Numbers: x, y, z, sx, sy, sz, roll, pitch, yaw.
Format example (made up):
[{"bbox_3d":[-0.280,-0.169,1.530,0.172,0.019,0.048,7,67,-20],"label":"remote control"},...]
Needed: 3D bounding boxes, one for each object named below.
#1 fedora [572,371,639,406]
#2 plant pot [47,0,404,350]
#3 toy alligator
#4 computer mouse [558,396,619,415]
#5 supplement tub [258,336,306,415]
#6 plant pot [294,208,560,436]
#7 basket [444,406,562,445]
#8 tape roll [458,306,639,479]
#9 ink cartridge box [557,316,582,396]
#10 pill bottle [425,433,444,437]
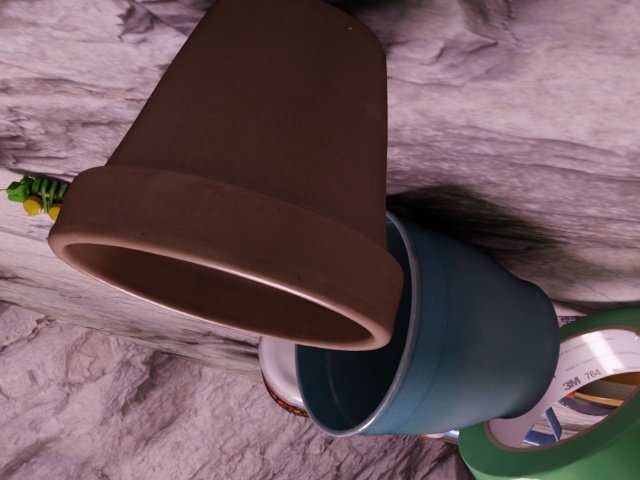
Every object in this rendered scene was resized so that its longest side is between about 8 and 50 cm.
[{"bbox_3d":[0.448,0.193,1.395,0.194,0.079,0.194,2,-175,0],"label":"fedora"},{"bbox_3d":[-0.049,-0.059,0.726,0.263,0.229,0.263,13,165,4],"label":"plant pot"},{"bbox_3d":[-0.425,-0.074,1.392,0.189,0.056,0.051,16,123,0],"label":"toy alligator"},{"bbox_3d":[0.406,0.263,1.632,0.261,0.060,0.184,17,164,-5],"label":"computer mouse"},{"bbox_3d":[-0.011,0.223,1.750,0.207,0.207,0.338,14,165,2],"label":"supplement tub"},{"bbox_3d":[0.142,0.118,1.150,0.255,0.272,0.271,13,167,-27],"label":"plant pot"},{"bbox_3d":[0.239,0.227,1.492,0.254,0.201,0.289,5,145,30],"label":"basket"},{"bbox_3d":[0.329,0.212,1.182,0.077,0.321,0.321,56,152,-13],"label":"tape roll"},{"bbox_3d":[0.355,0.171,1.379,0.029,0.115,0.063,25,162,-28],"label":"ink cartridge box"},{"bbox_3d":[0.160,0.345,2.114,0.278,0.162,0.162,5,162,35],"label":"pill bottle"}]
